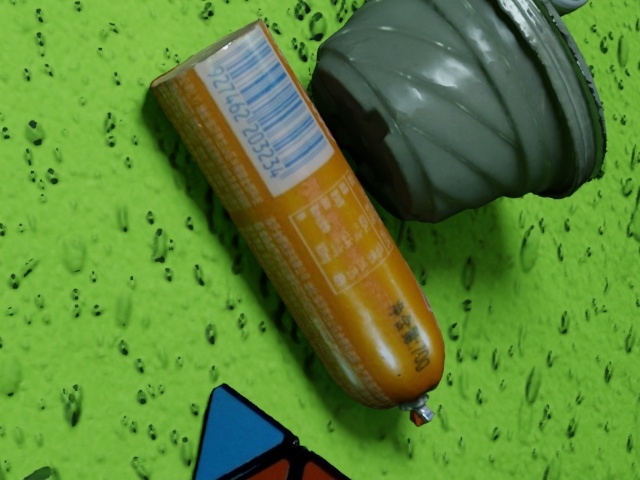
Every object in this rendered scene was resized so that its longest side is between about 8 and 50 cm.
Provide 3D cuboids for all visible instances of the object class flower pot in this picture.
[{"bbox_3d":[0.083,-0.104,1.301,0.140,0.235,0.235,-31,102,-13],"label":"flower pot"}]

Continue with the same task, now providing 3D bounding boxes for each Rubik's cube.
[{"bbox_3d":[0.029,0.201,1.162,0.284,0.234,0.250,-6,84,-39],"label":"Rubik's cube"}]

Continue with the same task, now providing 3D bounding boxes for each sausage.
[{"bbox_3d":[0.000,0.000,1.272,0.093,0.093,0.312,-42,107,-36],"label":"sausage"}]

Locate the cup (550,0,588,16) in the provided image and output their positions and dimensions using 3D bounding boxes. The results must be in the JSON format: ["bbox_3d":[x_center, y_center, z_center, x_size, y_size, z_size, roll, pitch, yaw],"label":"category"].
[{"bbox_3d":[0.150,-0.206,1.428,0.102,0.099,0.074,10,74,-37],"label":"cup"}]
